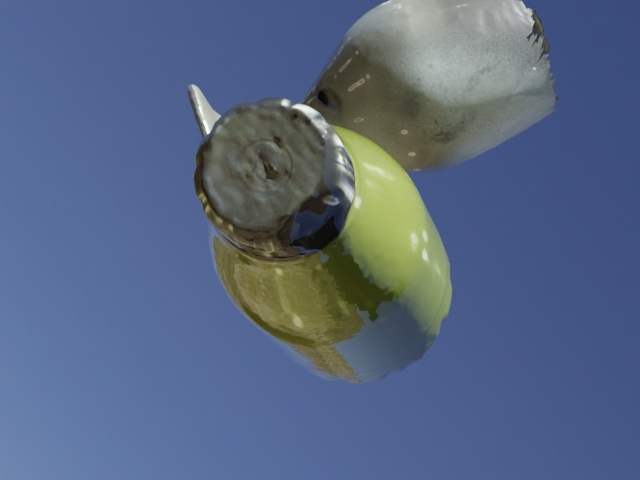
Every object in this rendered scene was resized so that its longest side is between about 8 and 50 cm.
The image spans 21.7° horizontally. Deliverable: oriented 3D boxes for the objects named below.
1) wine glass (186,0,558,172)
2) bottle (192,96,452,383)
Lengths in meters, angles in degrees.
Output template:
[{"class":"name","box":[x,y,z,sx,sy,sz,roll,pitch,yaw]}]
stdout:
[{"class":"wine glass","box":[0.035,-0.094,1.150,0.126,0.241,0.126,160,-90,-88]},{"class":"bottle","box":[0.000,0.000,0.855,0.112,0.112,0.260,44,-3,18]}]
